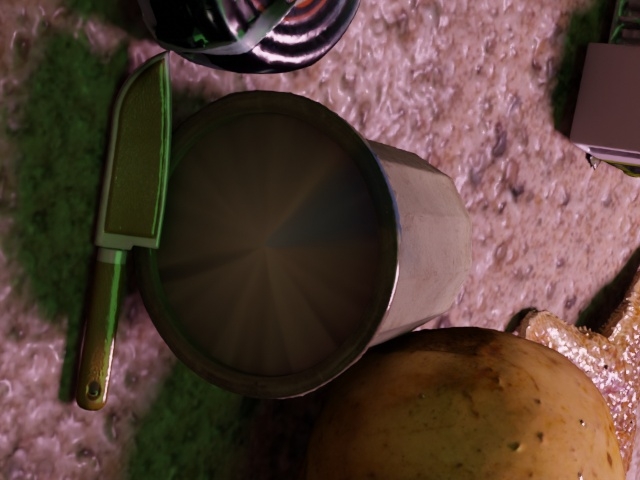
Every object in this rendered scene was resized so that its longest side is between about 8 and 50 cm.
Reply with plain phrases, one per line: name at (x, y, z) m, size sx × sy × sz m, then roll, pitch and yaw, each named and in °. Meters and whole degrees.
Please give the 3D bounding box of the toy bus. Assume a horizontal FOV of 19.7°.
toy bus at (0.326, -0.207, 1.699) m, size 0.139 × 0.113 × 0.301 m, roll 12°, pitch 89°, yaw -50°

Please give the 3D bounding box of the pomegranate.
pomegranate at (0.108, 0.203, 1.433) m, size 0.281 × 0.281 × 0.281 m, roll -17°, pitch 114°, yaw -46°

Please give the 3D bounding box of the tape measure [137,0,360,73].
tape measure at (-0.052, -0.203, 1.256) m, size 0.182 × 0.107 × 0.181 m, roll -34°, pitch 122°, yaw -40°

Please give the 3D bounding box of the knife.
knife at (-0.134, -0.007, 1.276) m, size 0.046 × 0.022 × 0.256 m, roll 8°, pitch 95°, yaw -11°

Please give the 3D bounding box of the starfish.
starfish at (0.286, 0.146, 1.790) m, size 0.302 × 0.060 × 0.299 m, roll -46°, pitch 129°, yaw -32°

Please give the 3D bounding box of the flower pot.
flower pot at (0.000, 0.000, 1.330) m, size 0.203 × 0.212 × 0.212 m, roll -4°, pitch 104°, yaw -64°
